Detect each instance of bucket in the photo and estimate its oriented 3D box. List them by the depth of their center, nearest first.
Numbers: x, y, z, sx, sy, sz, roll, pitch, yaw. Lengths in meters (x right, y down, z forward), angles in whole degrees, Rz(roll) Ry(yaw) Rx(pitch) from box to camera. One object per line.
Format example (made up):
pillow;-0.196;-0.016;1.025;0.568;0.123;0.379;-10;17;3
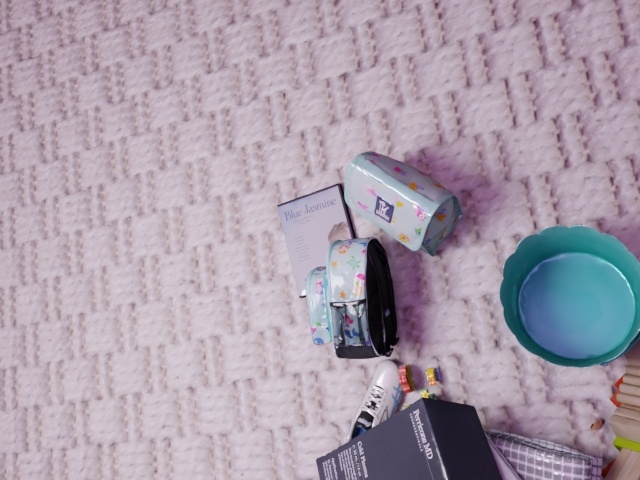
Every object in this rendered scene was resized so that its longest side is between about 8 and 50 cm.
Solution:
bucket;0.507;0.118;1.192;0.281;0.183;0.281;-6;76;25

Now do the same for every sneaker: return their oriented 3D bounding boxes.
sneaker;0.124;0.388;1.359;0.085;0.086;0.237;19;87;24

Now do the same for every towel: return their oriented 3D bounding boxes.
towel;0.392;0.511;1.173;0.283;0.121;0.235;-2;80;44

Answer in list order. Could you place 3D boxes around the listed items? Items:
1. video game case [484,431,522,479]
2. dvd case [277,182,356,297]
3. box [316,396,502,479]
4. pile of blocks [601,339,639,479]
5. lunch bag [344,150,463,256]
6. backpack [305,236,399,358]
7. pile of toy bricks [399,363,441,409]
video game case;0.280;0.495;1.195;0.227;0.026;0.206;-55;40;17
dvd case;0.000;0.000;1.499;0.180;0.022;0.253;-19;75;17
box;0.186;0.527;1.126;0.312;0.179;0.343;-41;47;32
pile of blocks;0.639;0.351;1.176;0.112;0.149;0.362;-3;65;63
lunch bag;0.182;-0.088;1.316;0.223;0.262;0.160;37;95;21
backpack;0.075;0.119;1.333;0.191;0.225;0.254;-1;96;18
pile of toy bricks;0.238;0.374;1.306;0.118;0.105;0.212;-15;77;18
